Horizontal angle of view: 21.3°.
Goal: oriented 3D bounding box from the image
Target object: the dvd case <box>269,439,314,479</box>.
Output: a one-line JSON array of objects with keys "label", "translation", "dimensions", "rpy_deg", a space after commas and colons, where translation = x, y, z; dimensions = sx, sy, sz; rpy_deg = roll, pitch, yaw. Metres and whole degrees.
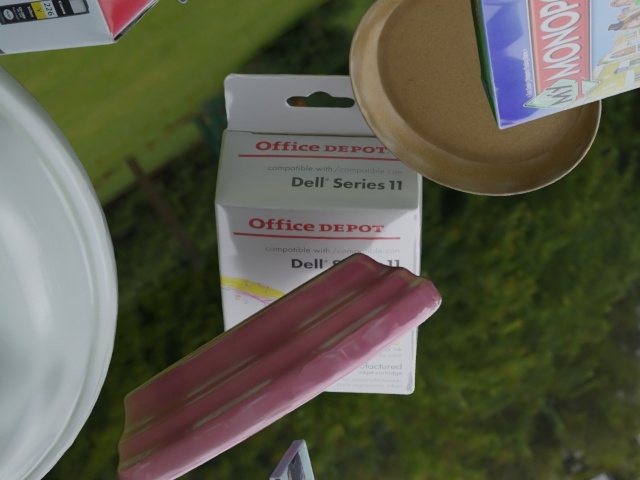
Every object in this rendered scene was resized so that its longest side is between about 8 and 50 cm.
[{"label": "dvd case", "translation": [-0.016, 0.248, 1.508], "dimensions": [0.013, 0.119, 0.087], "rpy_deg": [-8, -167, 16]}]

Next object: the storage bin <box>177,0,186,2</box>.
[{"label": "storage bin", "translation": [-0.148, -0.296, 1.665], "dimensions": [0.091, 0.098, 0.135], "rpy_deg": [-54, 142, 5]}]

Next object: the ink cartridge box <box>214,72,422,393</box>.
[{"label": "ink cartridge box", "translation": [0.000, 0.000, 1.740], "dimensions": [0.207, 0.353, 0.119], "rpy_deg": [1, -135, 3]}]

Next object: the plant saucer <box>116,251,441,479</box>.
[{"label": "plant saucer", "translation": [-0.049, 0.108, 1.526], "dimensions": [0.332, 0.084, 0.332], "rpy_deg": [-31, 180, 0]}]

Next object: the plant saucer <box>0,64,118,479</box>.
[{"label": "plant saucer", "translation": [-0.314, 0.050, 0.936], "dimensions": [0.400, 0.400, 0.100], "rpy_deg": [-30, -152, 14]}]

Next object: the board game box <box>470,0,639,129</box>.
[{"label": "board game box", "translation": [0.193, -0.171, 1.008], "dimensions": [0.213, 0.046, 0.317], "rpy_deg": [-18, 161, 4]}]

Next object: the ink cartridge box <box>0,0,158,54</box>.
[{"label": "ink cartridge box", "translation": [-0.240, -0.315, 1.350], "dimensions": [0.272, 0.309, 0.130], "rpy_deg": [-2, -147, 31]}]

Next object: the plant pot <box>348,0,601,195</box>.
[{"label": "plant pot", "translation": [0.141, -0.145, 1.539], "dimensions": [0.236, 0.236, 0.032], "rpy_deg": [-29, -159, 39]}]
